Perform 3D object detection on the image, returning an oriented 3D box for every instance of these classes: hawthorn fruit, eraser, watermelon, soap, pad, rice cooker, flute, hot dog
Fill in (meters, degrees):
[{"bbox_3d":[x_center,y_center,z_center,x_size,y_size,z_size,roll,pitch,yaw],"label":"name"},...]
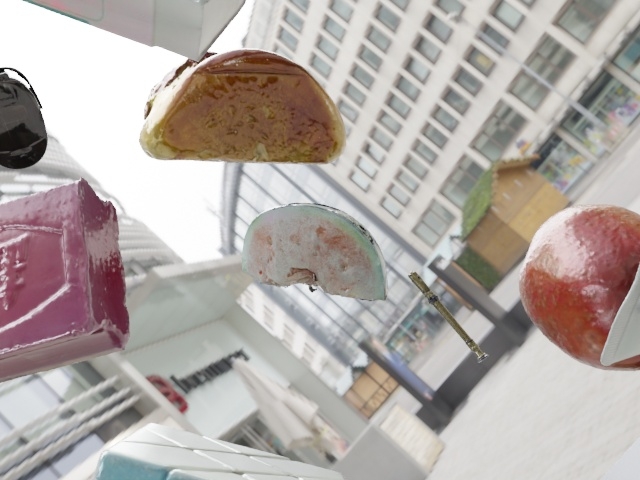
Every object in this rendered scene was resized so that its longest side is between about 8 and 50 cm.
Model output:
[{"bbox_3d":[0.505,0.090,1.305,0.284,0.285,0.369,-50,16,7],"label":"hawthorn fruit"},{"bbox_3d":[-0.170,-0.205,0.552,0.052,0.225,0.095,107,-175,-46],"label":"eraser"},{"bbox_3d":[0.002,-0.001,1.564,0.175,0.322,0.188,-44,-39,-64],"label":"watermelon"},{"bbox_3d":[-0.465,0.078,1.106,0.360,0.233,0.128,-16,-22,9],"label":"soap"},{"bbox_3d":[0.577,0.437,1.398,0.243,0.004,0.163,-53,13,13],"label":"pad"},{"bbox_3d":[-0.509,-0.198,1.264,0.112,0.165,0.106,-19,15,-18],"label":"rice cooker"},{"bbox_3d":[0.260,0.154,1.594,0.027,0.233,0.027,-36,-17,-13],"label":"flute"},{"bbox_3d":[-0.151,-0.261,1.529,0.185,0.405,0.223,-156,66,-72],"label":"hot dog"}]

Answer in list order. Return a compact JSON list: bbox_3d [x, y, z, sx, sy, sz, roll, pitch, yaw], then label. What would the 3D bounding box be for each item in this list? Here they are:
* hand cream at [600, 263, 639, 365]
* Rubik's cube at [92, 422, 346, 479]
[{"bbox_3d":[0.447,0.026,0.844,0.359,0.118,0.185,-8,-56,-31],"label":"hand cream"},{"bbox_3d":[-0.142,0.435,0.984,0.319,0.322,0.315,115,172,-83],"label":"Rubik's cube"}]
